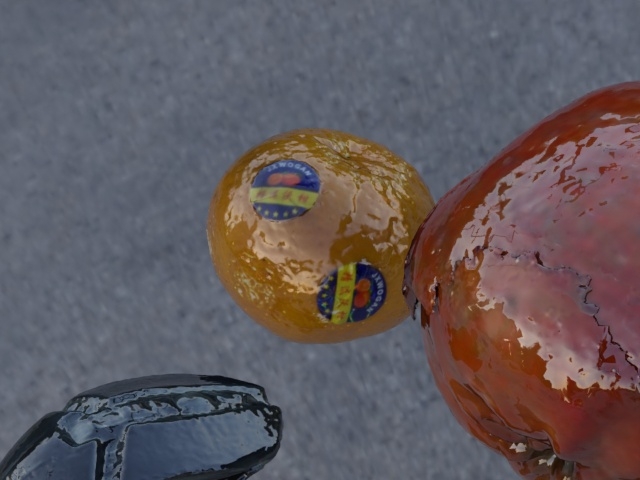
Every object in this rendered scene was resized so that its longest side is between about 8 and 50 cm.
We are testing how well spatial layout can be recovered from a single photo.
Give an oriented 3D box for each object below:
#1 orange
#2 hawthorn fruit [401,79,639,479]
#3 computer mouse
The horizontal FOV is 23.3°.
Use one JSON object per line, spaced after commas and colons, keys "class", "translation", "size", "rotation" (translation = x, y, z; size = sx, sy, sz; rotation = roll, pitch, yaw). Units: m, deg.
{"class": "orange", "translation": [0.003, -0.002, 1.155], "size": [0.178, 0.155, 0.177], "rotation": [5, 30, -3]}
{"class": "hawthorn fruit", "translation": [0.212, 0.019, 0.860], "size": [0.307, 0.276, 0.276], "rotation": [-49, 56, -3]}
{"class": "computer mouse", "translation": [-0.114, 0.124, 0.902], "size": [0.192, 0.062, 0.106], "rotation": [-24, 36, -17]}
